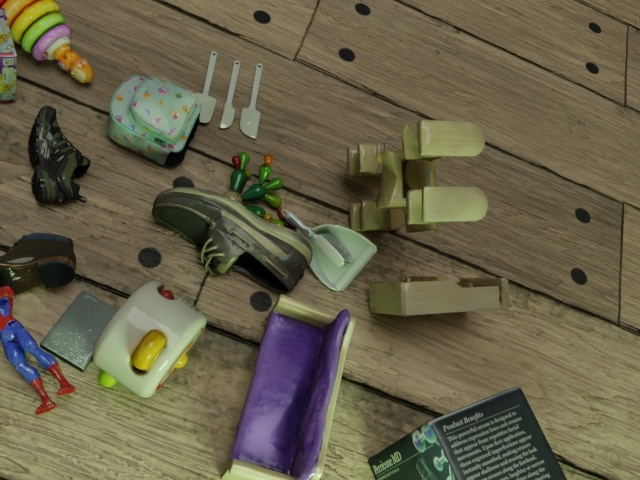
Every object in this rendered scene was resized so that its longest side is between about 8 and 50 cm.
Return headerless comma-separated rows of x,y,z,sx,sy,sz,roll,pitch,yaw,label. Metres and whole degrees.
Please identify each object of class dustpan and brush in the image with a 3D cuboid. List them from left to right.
0.000,0.000,1.595,0.211,0.147,0.060,44,26,12,dustpan and brush

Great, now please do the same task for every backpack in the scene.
-0.372,-0.274,1.616,0.188,0.144,0.166,21,62,-4,backpack

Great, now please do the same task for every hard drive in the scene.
-0.454,0.171,1.398,0.094,0.022,0.135,31,55,-1,hard drive

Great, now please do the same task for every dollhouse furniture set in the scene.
0.249,-0.043,1.598,0.256,0.362,0.395,-1,88,-22,dollhouse furniture set

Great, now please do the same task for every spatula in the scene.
-0.223,-0.367,1.798,0.168,0.019,0.242,12,58,-12,spatula

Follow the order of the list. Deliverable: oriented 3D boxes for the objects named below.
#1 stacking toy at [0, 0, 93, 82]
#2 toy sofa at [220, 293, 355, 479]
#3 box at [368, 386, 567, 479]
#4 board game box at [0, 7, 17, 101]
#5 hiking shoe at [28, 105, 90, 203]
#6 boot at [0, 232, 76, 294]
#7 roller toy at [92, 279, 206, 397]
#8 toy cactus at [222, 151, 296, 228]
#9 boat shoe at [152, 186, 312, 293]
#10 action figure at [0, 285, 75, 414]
-0.625,-0.470,1.649,0.302,0.175,0.166,48,53,-6,stacking toy
-0.059,0.287,1.386,0.150,0.177,0.363,20,57,-9,toy sofa
0.298,0.513,1.316,0.211,0.293,0.396,-13,66,-26,box
-0.786,-0.379,1.509,0.275,0.142,0.144,-10,62,-28,board game box
-0.548,-0.177,1.541,0.114,0.086,0.227,4,65,-34,hiking shoe
-0.581,0.043,1.412,0.219,0.082,0.106,-2,35,-9,boot
-0.305,0.182,1.341,0.146,0.209,0.191,35,47,1,roller toy
-0.159,-0.099,1.627,0.180,0.112,0.219,-23,81,-19,toy cactus
-0.190,0.003,1.529,0.355,0.132,0.130,22,56,-6,boat shoe
-0.561,0.172,1.285,0.091,0.139,0.280,-40,76,10,action figure
